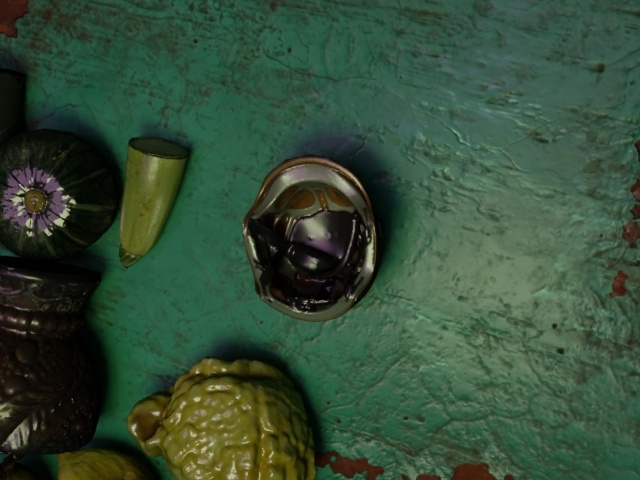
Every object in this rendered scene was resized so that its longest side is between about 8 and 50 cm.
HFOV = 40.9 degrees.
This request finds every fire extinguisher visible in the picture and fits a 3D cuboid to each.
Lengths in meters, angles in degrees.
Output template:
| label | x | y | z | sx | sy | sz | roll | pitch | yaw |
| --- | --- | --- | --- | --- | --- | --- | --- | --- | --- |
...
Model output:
| label | x | y | z | sx | sy | sz | roll | pitch | yaw |
| --- | --- | --- | --- | --- | --- | --- | --- | --- | --- |
| fire extinguisher | -0.542 | -0.125 | 1.396 | 0.114 | 0.095 | 0.311 | 29 | 112 | 55 |

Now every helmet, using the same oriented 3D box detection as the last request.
| label | x | y | z | sx | sy | sz | roll | pitch | yaw |
| --- | --- | --- | --- | --- | --- | --- | --- | --- | --- |
| helmet | 0.000 | 0.000 | 1.200 | 0.198 | 0.130 | 0.224 | -1 | 87 | 16 |

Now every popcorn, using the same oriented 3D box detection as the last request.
| label | x | y | z | sx | sy | sz | roll | pitch | yaw |
| --- | --- | --- | --- | --- | --- | --- | --- | --- | --- |
| popcorn | -0.132 | 0.281 | 1.274 | 0.286 | 0.173 | 0.225 | 37 | 93 | 23 |

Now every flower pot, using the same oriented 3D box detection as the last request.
| label | x | y | z | sx | sy | sz | roll | pitch | yaw |
| --- | --- | --- | --- | --- | --- | --- | --- | --- | --- |
| flower pot | -0.460 | 0.167 | 1.340 | 0.266 | 0.266 | 0.267 | 12 | 90 | 18 |

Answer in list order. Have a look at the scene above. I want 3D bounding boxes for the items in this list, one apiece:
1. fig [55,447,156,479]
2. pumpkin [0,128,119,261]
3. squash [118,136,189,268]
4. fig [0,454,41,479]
| label | x | y | z | sx | sy | sz | roll | pitch | yaw |
| --- | --- | --- | --- | --- | --- | --- | --- | --- | --- |
| fig | -0.381 | 0.387 | 1.381 | 0.257 | 0.159 | 0.159 | 39 | 109 | 7 |
| pumpkin | -0.420 | -0.070 | 1.335 | 0.211 | 0.152 | 0.212 | 2 | 103 | 7 |
| squash | -0.275 | -0.050 | 1.329 | 0.094 | 0.094 | 0.224 | 26 | 114 | 15 |
| fig | -0.508 | 0.426 | 1.409 | 0.170 | 0.145 | 0.274 | 31 | 131 | 18 |
